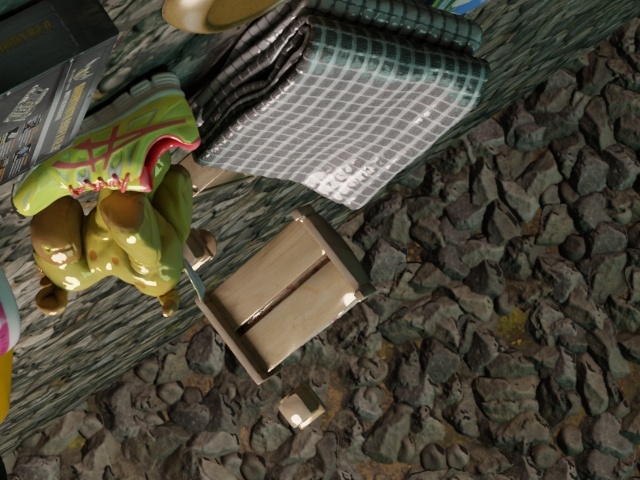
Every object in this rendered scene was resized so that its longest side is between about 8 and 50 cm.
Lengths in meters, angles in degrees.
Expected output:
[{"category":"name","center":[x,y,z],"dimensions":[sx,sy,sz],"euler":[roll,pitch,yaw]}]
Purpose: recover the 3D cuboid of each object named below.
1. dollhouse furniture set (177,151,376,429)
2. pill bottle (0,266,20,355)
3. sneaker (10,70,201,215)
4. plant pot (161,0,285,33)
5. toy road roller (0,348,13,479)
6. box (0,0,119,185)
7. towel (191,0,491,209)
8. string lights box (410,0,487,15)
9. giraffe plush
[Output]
[{"category":"dollhouse furniture set","center":[0.000,0.000,2.123],"dimensions":[0.303,0.355,0.174],"euler":[-40,173,26]},{"category":"pill bottle","center":[-0.425,0.094,1.494],"dimensions":[0.283,0.160,0.160],"euler":[-32,172,-28]},{"category":"sneaker","center":[-0.210,-0.077,1.662],"dimensions":[0.208,0.094,0.081],"euler":[-34,175,0]},{"category":"plant pot","center":[-0.038,-0.258,1.527],"dimensions":[0.236,0.032,0.236],"euler":[-36,174,-5]},{"category":"toy road roller","center":[-0.490,0.180,1.841],"dimensions":[0.202,0.240,0.330],"euler":[-26,131,-57]},{"category":"box","center":[-0.271,-0.101,1.361],"dimensions":[0.183,0.056,0.231],"euler":[-33,173,-25]},{"category":"towel","center":[0.012,-0.150,1.798],"dimensions":[0.235,0.121,0.283],"euler":[7,150,-31]},{"category":"string lights box","center":[0.141,-0.304,1.895],"dimensions":[0.259,0.077,0.133],"euler":[-30,170,-36]},{"category":"giraffe plush","center":[-0.235,-0.008,1.800],"dimensions":[0.170,0.210,0.181],"euler":[-6,-148,16]}]
